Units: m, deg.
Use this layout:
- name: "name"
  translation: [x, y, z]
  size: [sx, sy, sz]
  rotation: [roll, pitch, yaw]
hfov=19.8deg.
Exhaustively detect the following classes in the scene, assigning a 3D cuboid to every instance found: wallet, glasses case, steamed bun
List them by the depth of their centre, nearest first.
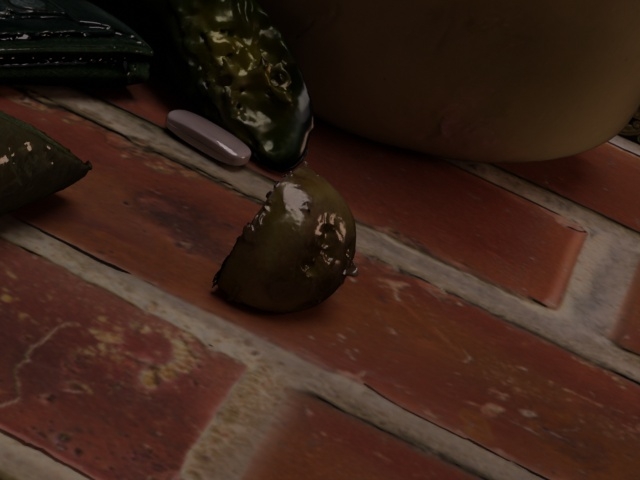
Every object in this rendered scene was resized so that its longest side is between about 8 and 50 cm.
- name: "glasses case"
  translation: [-0.099, -0.090, 1.606]
  size: [0.083, 0.021, 0.032]
  rotation: [30, 30, 16]
- name: "wallet"
  translation: [-0.282, -0.185, 1.610]
  size: [0.236, 0.055, 0.160]
  rotation: [-2, 29, -39]
- name: "steamed bun"
  translation: [0.126, -0.260, 1.724]
  size: [0.456, 0.371, 0.290]
  rotation: [14, 42, -4]

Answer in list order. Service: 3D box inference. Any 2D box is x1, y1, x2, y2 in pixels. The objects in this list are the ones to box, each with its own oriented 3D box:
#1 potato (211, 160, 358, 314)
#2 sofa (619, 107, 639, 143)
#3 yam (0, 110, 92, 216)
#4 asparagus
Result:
- name: "potato"
  translation: [0.000, 0.000, 1.437]
  size: [0.089, 0.100, 0.172]
  rotation: [34, 25, 11]
- name: "sofa"
  translation: [0.404, -0.211, 2.049]
  size: [0.258, 0.182, 0.200]
  rotation: [24, 27, 3]
- name: "yam"
  translation: [-0.263, -0.052, 1.322]
  size: [0.106, 0.106, 0.259]
  rotation: [30, 28, 14]
- name: "asparagus"
  translation: [-0.127, -0.211, 1.696]
  size: [0.108, 0.128, 0.382]
  rotation: [-10, 42, -36]
